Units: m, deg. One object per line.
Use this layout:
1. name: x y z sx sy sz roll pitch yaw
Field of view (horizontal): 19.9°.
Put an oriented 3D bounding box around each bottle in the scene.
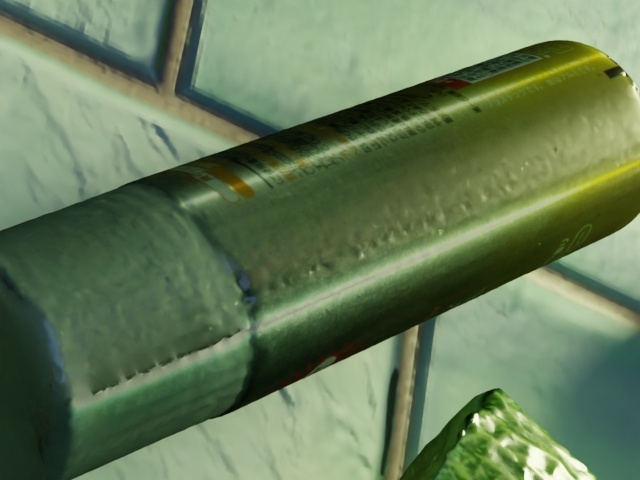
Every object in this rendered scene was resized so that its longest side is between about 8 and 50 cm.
1. bottle: 0.000 0.000 0.625 0.286 0.082 0.082 -21 88 -39

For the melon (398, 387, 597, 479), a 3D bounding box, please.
1. melon: 0.086 0.229 0.586 0.196 0.124 0.323 -42 100 -31
